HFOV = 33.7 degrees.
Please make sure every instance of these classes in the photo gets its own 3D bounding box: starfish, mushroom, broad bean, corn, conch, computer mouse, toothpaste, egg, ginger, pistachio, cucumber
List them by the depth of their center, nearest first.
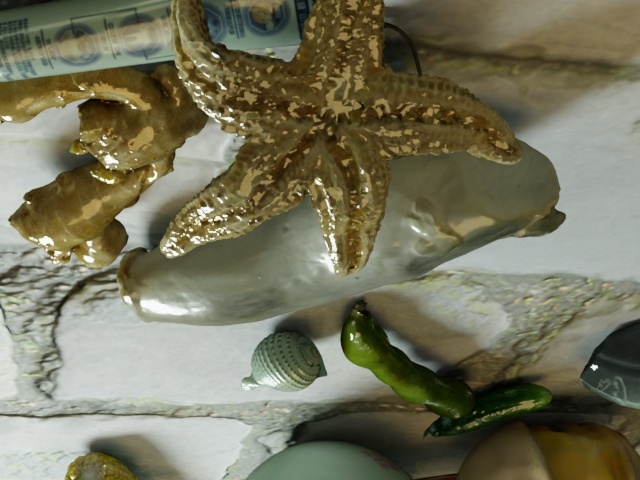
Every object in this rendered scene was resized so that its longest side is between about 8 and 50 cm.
[{"bbox_3d":[-0.099,-0.124,0.602,0.239,0.039,0.062,-9,123,3],"label":"toothpaste"},{"bbox_3d":[0.006,-0.069,0.609,0.236,0.062,0.277,24,115,-26],"label":"starfish"},{"bbox_3d":[-0.146,-0.049,0.703,0.176,0.052,0.193,-17,145,20],"label":"ginger"},{"bbox_3d":[0.000,0.001,0.772,0.351,0.097,0.109,-20,148,26],"label":"mushroom"},{"bbox_3d":[-0.033,0.112,0.983,0.085,0.056,0.076,-3,175,34],"label":"conch"},{"bbox_3d":[0.085,0.127,1.036,0.052,0.052,0.256,-53,137,-4],"label":"broad bean"},{"bbox_3d":[0.376,0.130,1.063,0.231,0.071,0.126,-6,149,-2],"label":"computer mouse"},{"bbox_3d":[0.177,0.183,1.151,0.155,0.037,0.037,-23,144,24],"label":"cucumber"},{"bbox_3d":[0.026,0.355,1.222,0.230,0.230,0.371,-16,153,17],"label":"egg"},{"bbox_3d":[0.259,0.333,1.228,0.230,0.230,0.308,2,135,-12],"label":"pistachio"},{"bbox_3d":[-0.239,0.314,1.254,0.080,0.080,0.238,-8,146,3],"label":"corn"}]

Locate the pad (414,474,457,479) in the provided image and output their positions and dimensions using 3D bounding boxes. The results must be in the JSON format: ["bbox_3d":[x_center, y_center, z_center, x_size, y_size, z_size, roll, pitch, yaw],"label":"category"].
[{"bbox_3d":[0.208,0.349,1.455,0.267,0.004,0.181,-9,148,6],"label":"pad"}]

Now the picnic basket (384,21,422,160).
[{"bbox_3d":[0.029,-0.095,0.659,0.072,0.072,0.083,-11,117,9],"label":"picnic basket"}]
